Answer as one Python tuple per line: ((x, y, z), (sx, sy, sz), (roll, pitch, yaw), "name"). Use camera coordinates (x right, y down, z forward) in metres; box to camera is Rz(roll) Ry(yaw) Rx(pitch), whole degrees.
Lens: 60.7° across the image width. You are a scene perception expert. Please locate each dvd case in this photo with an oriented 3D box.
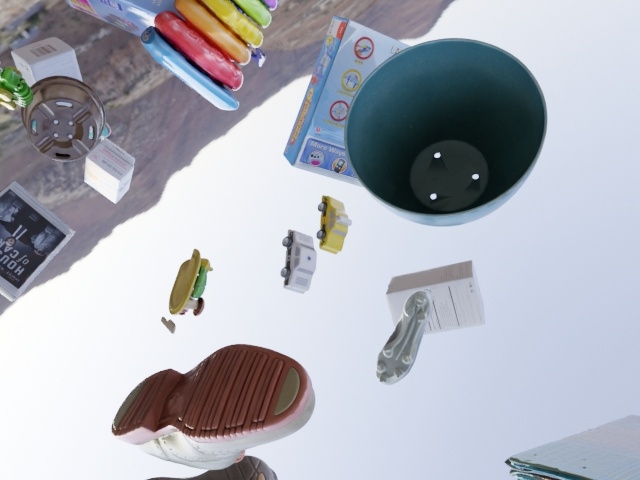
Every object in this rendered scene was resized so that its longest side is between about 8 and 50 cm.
((-0.677, -0.006, 1.202), (0.029, 0.179, 0.239), (-31, -155, 28), "dvd case")

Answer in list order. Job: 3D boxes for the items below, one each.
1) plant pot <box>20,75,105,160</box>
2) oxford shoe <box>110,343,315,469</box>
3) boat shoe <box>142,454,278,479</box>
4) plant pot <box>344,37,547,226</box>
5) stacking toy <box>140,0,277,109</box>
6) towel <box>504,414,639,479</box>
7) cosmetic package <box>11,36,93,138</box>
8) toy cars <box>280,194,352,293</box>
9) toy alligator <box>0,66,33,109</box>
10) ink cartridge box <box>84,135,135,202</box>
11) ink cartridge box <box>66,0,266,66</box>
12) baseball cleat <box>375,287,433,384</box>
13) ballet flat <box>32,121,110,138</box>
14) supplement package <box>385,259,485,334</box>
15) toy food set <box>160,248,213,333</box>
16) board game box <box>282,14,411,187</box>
((-0.525, -0.242, 1.113), (0.167, 0.167, 0.165), (-39, -149, -4), "plant pot")
((-0.137, 0.251, 0.787), (0.397, 0.146, 0.141), (-18, -145, 41), "oxford shoe")
((-0.237, 0.514, 1.027), (0.355, 0.130, 0.132), (-17, -131, 10), "boat shoe")
((0.201, -0.141, 0.880), (0.290, 0.290, 0.195), (-37, 155, 3), "plant pot")
((-0.127, -0.374, 0.855), (0.302, 0.165, 0.175), (-48, -145, 11), "stacking toy")
((0.502, 0.331, 0.812), (0.370, 0.040, 0.271), (0, 176, -34), "towel")
((-0.644, -0.358, 1.329), (0.117, 0.085, 0.231), (-38, 151, -35), "cosmetic package")
((0.000, 0.000, 1.681), (0.087, 0.177, 0.394), (-15, -156, 43), "toy cars")
((-0.548, -0.279, 0.978), (0.189, 0.051, 0.056), (154, -48, -67), "toy alligator")
((-0.551, -0.182, 1.422), (0.062, 0.104, 0.181), (-59, -171, -31), "ink cartridge box")
((-0.280, -0.460, 1.042), (0.270, 0.395, 0.151), (-147, -104, -75), "ink cartridge box")
((0.179, 0.193, 1.094), (0.206, 0.072, 0.109), (-65, 161, 14), "baseball cleat")
((-0.716, -0.342, 1.582), (0.221, 0.077, 0.079), (2, -149, -5), "ballet flat")
((0.390, 0.200, 1.849), (0.292, 0.175, 0.177), (-13, -168, 18), "supplement package")
((-0.330, 0.133, 1.402), (0.128, 0.071, 0.218), (4, -106, 57), "toy food set")
((0.116, -0.266, 1.155), (0.302, 0.308, 0.086), (-67, -152, 18), "board game box")
